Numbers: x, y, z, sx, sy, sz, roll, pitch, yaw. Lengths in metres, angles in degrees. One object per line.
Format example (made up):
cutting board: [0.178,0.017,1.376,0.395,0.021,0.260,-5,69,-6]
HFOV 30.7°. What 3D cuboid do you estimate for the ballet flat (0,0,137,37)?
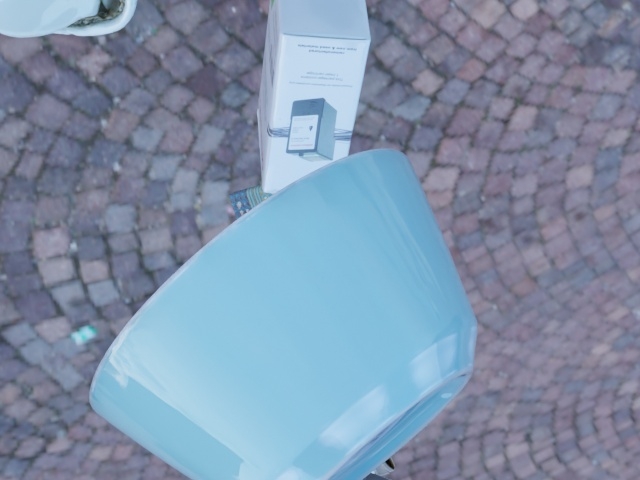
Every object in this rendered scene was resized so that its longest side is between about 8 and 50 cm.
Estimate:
ballet flat: [-0.333,-0.218,0.951,0.400,0.139,0.139,-6,138,-28]

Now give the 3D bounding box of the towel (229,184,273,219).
towel: [0.000,0.000,2.247,0.370,0.272,0.040,-11,-170,40]

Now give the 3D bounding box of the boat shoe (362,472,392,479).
boat shoe: [-0.003,0.399,1.788,0.095,0.335,0.112,10,86,-49]

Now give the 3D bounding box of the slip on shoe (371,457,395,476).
slip on shoe: [0.084,0.322,1.892,0.041,0.051,0.135,-11,103,25]

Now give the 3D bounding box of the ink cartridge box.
ink cartridge box: [-0.016,-0.235,1.639,0.121,0.211,0.289,2,138,-8]

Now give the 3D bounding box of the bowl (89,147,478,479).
bowl: [0.000,0.093,0.888,0.311,0.163,0.311,-37,164,-13]
